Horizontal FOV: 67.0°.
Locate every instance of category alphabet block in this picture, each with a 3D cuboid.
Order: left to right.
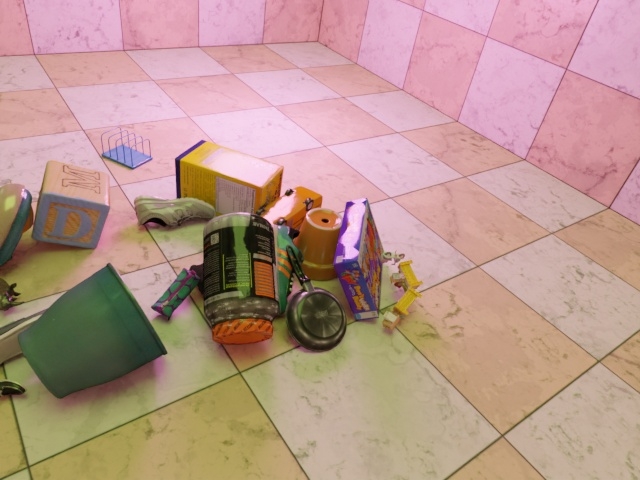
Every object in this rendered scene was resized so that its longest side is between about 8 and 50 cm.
[{"bbox_3d":[-0.802,-0.114,1.561,0.194,0.192,0.197,14,33,-33],"label":"alphabet block"}]

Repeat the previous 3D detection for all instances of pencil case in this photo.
[{"bbox_3d":[-0.417,0.153,1.402,0.065,0.070,0.151,37,69,-2],"label":"pencil case"}]

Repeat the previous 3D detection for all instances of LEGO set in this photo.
[{"bbox_3d":[0.254,0.175,1.566,0.132,0.107,0.286,8,55,-5],"label":"LEGO set"}]

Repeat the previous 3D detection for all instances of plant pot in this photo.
[{"bbox_3d":[-0.556,0.234,1.170,0.255,0.271,0.272,-33,54,-23],"label":"plant pot"},{"bbox_3d":[0.000,0.000,1.646,0.205,0.187,0.205,7,38,-5],"label":"plant pot"}]

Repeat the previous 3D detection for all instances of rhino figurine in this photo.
[{"bbox_3d":[-0.935,0.138,1.334,0.244,0.073,0.106,14,40,2],"label":"rhino figurine"}]

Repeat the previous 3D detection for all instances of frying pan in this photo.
[{"bbox_3d":[-0.007,0.167,1.438,0.198,0.053,0.325,10,63,-21],"label":"frying pan"}]

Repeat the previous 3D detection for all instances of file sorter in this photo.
[{"bbox_3d":[-0.812,-0.391,2.021,0.171,0.104,0.118,23,38,16],"label":"file sorter"}]

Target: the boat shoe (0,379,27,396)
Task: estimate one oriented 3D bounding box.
[{"bbox_3d":[-0.753,0.348,1.129,0.125,0.046,0.038,9,37,3],"label":"boat shoe"}]

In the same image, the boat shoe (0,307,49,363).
[{"bbox_3d":[-0.778,0.232,1.217,0.320,0.116,0.099,-30,57,-34],"label":"boat shoe"}]

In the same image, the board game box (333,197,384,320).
[{"bbox_3d":[0.133,0.053,1.568,0.078,0.233,0.347,-11,34,18],"label":"board game box"}]

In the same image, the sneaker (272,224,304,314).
[{"bbox_3d":[-0.107,0.086,1.514,0.121,0.108,0.301,3,65,-15],"label":"sneaker"}]

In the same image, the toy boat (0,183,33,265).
[{"bbox_3d":[-0.961,-0.062,1.491,0.148,0.267,0.318,25,6,-38],"label":"toy boat"}]

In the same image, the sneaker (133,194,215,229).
[{"bbox_3d":[-0.521,-0.088,1.735,0.282,0.105,0.115,1,72,-19],"label":"sneaker"}]

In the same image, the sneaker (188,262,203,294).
[{"bbox_3d":[-0.292,0.069,1.561,0.286,0.108,0.130,-23,42,-39],"label":"sneaker"}]

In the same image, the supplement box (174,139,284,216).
[{"bbox_3d":[-0.345,-0.216,1.835,0.357,0.194,0.195,20,38,11],"label":"supplement box"}]

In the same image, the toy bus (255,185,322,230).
[{"bbox_3d":[-0.122,-0.092,1.782,0.108,0.130,0.333,27,40,19],"label":"toy bus"}]

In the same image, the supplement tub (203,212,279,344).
[{"bbox_3d":[-0.225,0.109,1.361,0.207,0.207,0.337,0,66,-14],"label":"supplement tub"}]
